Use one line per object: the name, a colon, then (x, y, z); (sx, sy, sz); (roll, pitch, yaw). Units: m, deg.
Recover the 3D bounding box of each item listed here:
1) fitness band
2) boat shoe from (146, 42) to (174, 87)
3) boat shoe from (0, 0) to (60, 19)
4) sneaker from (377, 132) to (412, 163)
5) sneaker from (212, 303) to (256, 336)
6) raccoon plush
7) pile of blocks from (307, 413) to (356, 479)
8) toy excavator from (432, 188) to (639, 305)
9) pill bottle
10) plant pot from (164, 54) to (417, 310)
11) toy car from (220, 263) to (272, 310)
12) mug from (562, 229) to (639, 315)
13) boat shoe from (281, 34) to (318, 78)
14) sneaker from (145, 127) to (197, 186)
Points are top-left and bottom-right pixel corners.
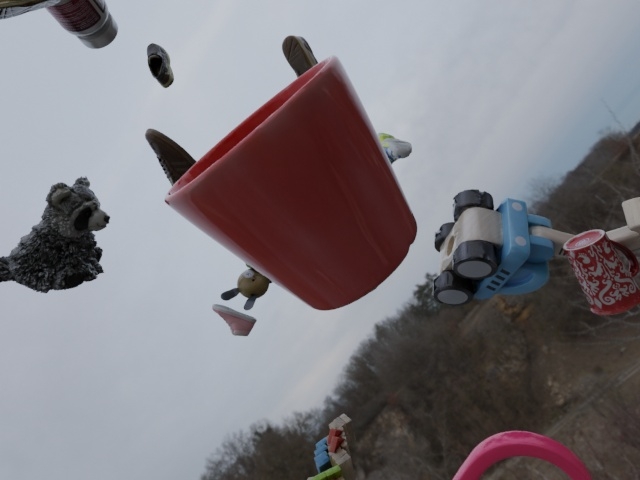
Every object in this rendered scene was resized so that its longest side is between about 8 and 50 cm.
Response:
fitness band: (0.319, 0.450, 0.762); (0.054, 0.209, 0.290); (-15, -47, -64)
boat shoe: (-0.428, -0.471, 1.219); (0.056, 0.152, 0.049); (-33, -24, 9)
boat shoe: (-0.479, -0.383, 0.725); (0.050, 0.045, 0.135); (-4, 28, 47)
sneaker: (0.220, -0.262, 1.466); (0.240, 0.091, 0.126); (-101, 23, -68)
sneaker: (-0.258, 0.235, 1.334); (0.051, 0.135, 0.070); (-144, 76, -85)
raccoon plush: (-0.821, -0.019, 1.304); (0.447, 0.216, 0.298); (-7, -70, -14)
pile of blocks: (0.027, 0.624, 1.320); (0.149, 0.112, 0.362); (-11, 19, 5)
toy excavator: (0.555, 0.014, 1.175); (0.432, 0.446, 0.222); (104, 177, -55)
pill bottle: (-0.571, -0.555, 1.064); (0.121, 0.121, 0.221); (-41, -17, -6)
plant pot: (-0.017, -0.058, 0.613); (0.275, 0.243, 0.275); (-35, 20, 15)
toy car: (-0.181, 0.098, 1.250); (0.188, 0.155, 0.148); (-53, -33, -31)
mug: (0.644, 0.061, 1.064); (0.113, 0.169, 0.150); (-26, 9, 46)
boat shoe: (-0.034, -0.686, 1.920); (0.123, 0.341, 0.123); (-24, 8, 40)
sneaker: (-0.296, -0.148, 0.961); (0.188, 0.066, 0.071); (43, -105, -29)
